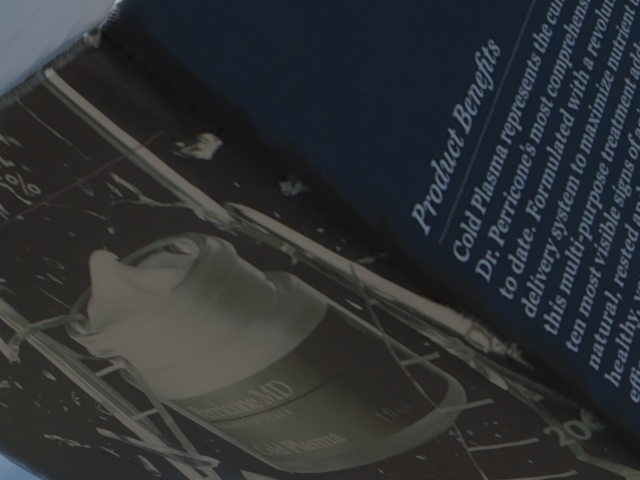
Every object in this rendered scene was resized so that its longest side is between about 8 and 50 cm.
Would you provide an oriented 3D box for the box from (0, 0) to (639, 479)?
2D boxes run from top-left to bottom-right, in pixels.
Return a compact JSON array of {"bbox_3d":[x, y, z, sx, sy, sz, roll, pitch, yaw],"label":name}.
[{"bbox_3d":[0.000,0.000,0.817,0.472,0.297,0.480,39,-34,-22],"label":"box"}]
